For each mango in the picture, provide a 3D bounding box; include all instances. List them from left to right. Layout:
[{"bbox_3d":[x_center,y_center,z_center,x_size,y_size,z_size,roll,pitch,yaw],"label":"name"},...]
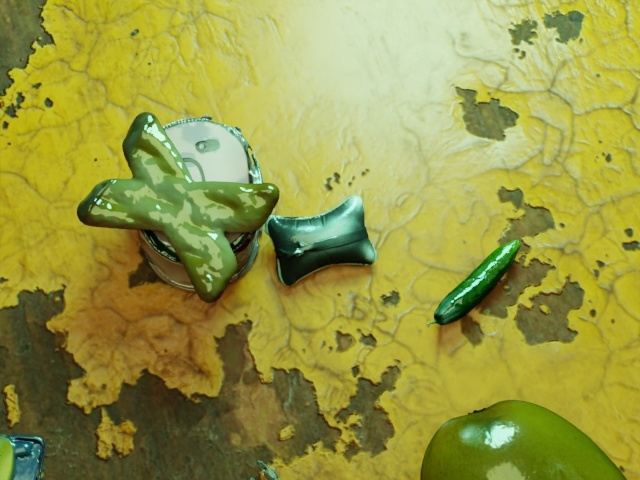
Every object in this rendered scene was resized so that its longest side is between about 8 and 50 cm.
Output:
[{"bbox_3d":[0.260,0.324,1.275,0.317,0.173,0.211,45,81,5],"label":"mango"}]

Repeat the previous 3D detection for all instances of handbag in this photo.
[{"bbox_3d":[-0.158,-0.044,1.410,0.179,0.116,0.205,-11,76,-2],"label":"handbag"}]

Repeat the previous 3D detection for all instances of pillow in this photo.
[{"bbox_3d":[0.000,0.000,1.426,0.135,0.055,0.091,-15,69,-4],"label":"pillow"}]

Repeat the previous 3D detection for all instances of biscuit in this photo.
[{"bbox_3d":[-0.172,-0.043,1.326,0.208,0.047,0.164,31,88,6],"label":"biscuit"}]

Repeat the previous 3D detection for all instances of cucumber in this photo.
[{"bbox_3d":[0.200,0.061,1.411,0.168,0.039,0.039,-44,78,-11],"label":"cucumber"}]

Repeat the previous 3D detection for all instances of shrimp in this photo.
[{"bbox_3d":[-0.057,0.318,1.358,0.038,0.029,0.092,-42,72,0],"label":"shrimp"}]

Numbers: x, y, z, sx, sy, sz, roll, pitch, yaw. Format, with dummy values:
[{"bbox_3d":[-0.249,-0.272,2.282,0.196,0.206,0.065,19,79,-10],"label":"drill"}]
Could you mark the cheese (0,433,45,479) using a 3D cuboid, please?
[{"bbox_3d":[-0.483,0.275,1.355,0.270,0.069,0.177,5,65,-4],"label":"cheese"}]
